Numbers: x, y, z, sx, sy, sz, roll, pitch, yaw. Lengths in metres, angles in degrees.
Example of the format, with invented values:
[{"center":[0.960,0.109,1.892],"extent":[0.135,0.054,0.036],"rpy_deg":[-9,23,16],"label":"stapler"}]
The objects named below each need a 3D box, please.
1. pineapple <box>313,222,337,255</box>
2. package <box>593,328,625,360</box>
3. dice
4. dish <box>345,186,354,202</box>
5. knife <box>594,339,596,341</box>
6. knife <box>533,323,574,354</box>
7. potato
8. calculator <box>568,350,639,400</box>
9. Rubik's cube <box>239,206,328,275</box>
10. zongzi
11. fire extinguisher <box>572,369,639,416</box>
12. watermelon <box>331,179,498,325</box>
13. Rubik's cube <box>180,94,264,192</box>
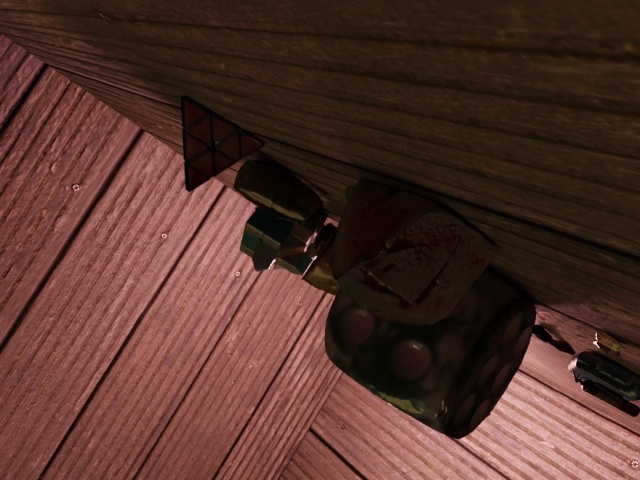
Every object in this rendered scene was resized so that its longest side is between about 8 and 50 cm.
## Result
[{"center":[0.000,0.000,2.045],"extent":[0.341,0.169,0.169],"rpy_deg":[23,172,35],"label":"pineapple"},{"center":[0.542,0.197,1.219],"extent":[0.059,0.029,0.083],"rpy_deg":[38,169,31],"label":"package"},{"center":[0.240,0.203,1.396],"extent":[0.348,0.327,0.330],"rpy_deg":[29,176,38],"label":"dice"},{"center":[0.086,-0.068,1.297],"extent":[0.091,0.039,0.137],"rpy_deg":[32,177,-5],"label":"dish"},{"center":[0.592,0.225,1.347],"extent":[0.091,0.005,0.014],"rpy_deg":[34,177,-38],"label":"knife"},{"center":[0.601,0.261,1.642],"extent":[0.060,0.028,0.230],"rpy_deg":[11,165,42],"label":"knife"},{"center":[0.117,0.078,1.727],"extent":[0.266,0.229,0.229],"rpy_deg":[30,176,-3],"label":"potato"},{"center":[0.694,0.332,1.576],"extent":[0.173,0.051,0.293],"rpy_deg":[28,175,21],"label":"calculator"},{"center":[-0.100,-0.015,1.879],"extent":[0.213,0.265,0.224],"rpy_deg":[32,151,3],"label":"Rubik's cube"},{"center":[-0.099,-0.119,1.644],"extent":[0.221,0.112,0.242],"rpy_deg":[31,-176,-1],"label":"zongzi"},{"center":[0.664,0.357,1.505],"extent":[0.173,0.035,0.049],"rpy_deg":[28,180,-1],"label":"fire extinguisher"},{"center":[0.149,-0.008,1.070],"extent":[0.213,0.201,0.261],"rpy_deg":[32,-141,-23],"label":"watermelon"},{"center":[-0.239,-0.202,1.491],"extent":[0.211,0.190,0.178],"rpy_deg":[36,-166,5],"label":"Rubik's cube"}]
